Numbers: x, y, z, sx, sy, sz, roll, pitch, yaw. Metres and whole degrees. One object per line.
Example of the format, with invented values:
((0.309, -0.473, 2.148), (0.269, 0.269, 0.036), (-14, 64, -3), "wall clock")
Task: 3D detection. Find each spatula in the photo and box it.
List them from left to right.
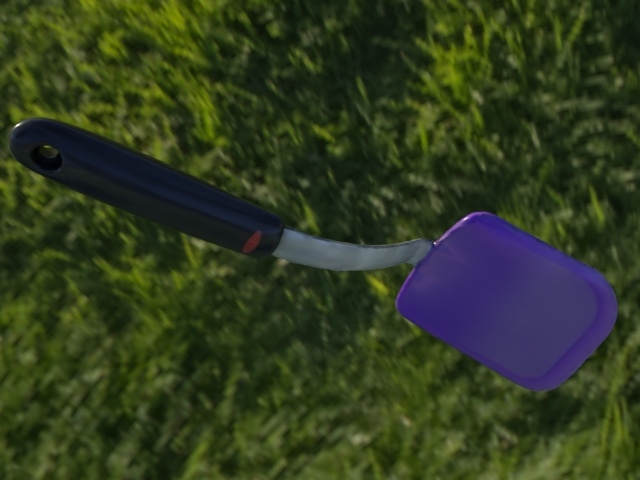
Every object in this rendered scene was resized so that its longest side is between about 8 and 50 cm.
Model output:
((0.000, 0.000, 0.846), (0.296, 0.084, 0.030), (18, 43, -23), "spatula")
